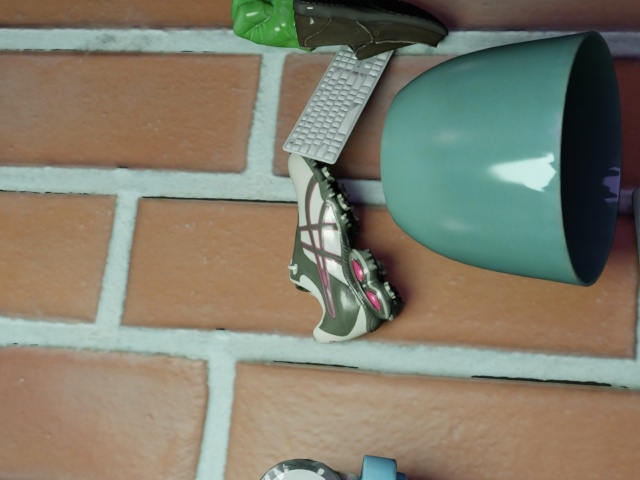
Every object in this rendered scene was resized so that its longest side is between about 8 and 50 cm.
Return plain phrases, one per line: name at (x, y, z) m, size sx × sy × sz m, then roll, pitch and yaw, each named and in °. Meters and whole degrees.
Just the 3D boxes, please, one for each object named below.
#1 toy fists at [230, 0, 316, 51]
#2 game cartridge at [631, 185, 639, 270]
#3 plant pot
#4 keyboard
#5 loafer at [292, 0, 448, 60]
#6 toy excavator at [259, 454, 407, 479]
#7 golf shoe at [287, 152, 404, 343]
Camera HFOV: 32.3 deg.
toy fists at (-0.041, -0.402, 1.567) m, size 0.142 × 0.096 × 0.279 m, roll 15°, pitch 77°, yaw 16°
game cartridge at (0.538, -0.005, 1.346) m, size 0.297 × 0.062 × 0.198 m, roll -5°, pitch 75°, yaw 9°
plant pot at (0.212, -0.096, 1.325) m, size 0.235 × 0.293 × 0.293 m, roll 2°, pitch 72°, yaw 28°
keyboard at (0.030, -0.197, 1.476) m, size 0.072 × 0.014 × 0.256 m, roll 13°, pitch 51°, yaw 17°
loafer at (0.064, -0.284, 1.501) m, size 0.220 × 0.078 × 0.080 m, roll 5°, pitch 27°, yaw -13°
toy excavator at (0.128, 0.466, 1.202) m, size 0.445 × 0.222 × 0.433 m, roll 7°, pitch 75°, yaw 4°
golf shoe at (0.000, 0.000, 1.424) m, size 0.120 × 0.105 × 0.273 m, roll -28°, pitch 67°, yaw 10°
